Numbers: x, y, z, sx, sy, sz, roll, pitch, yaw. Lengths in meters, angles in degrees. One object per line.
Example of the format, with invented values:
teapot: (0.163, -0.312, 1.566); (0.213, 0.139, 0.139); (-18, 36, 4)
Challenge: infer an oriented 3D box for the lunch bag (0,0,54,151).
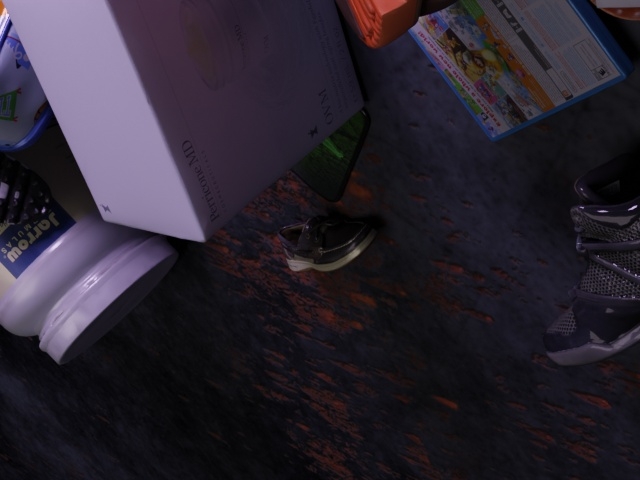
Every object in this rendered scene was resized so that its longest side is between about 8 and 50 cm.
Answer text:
lunch bag: (-0.382, -0.222, 1.176); (0.303, 0.243, 0.115); (18, 176, 37)

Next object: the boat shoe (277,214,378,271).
boat shoe: (0.000, 0.000, 1.139); (0.049, 0.056, 0.152); (51, 149, -15)

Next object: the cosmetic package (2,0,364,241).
cosmetic package: (-0.103, -0.157, 0.919); (0.138, 0.225, 0.224); (13, 134, 41)

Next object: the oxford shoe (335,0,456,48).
oxford shoe: (0.078, -0.214, 0.628); (0.130, 0.133, 0.364); (63, 174, -3)

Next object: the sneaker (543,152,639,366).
sneaker: (0.226, 0.012, 0.854); (0.130, 0.087, 0.227); (47, 146, 4)

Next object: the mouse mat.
mouse mat: (-0.039, -0.131, 1.088); (0.190, 0.007, 0.152); (40, 148, 13)

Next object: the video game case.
video game case: (0.143, -0.145, 0.829); (0.119, 0.015, 0.166); (51, 153, -7)

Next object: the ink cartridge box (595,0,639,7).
ink cartridge box: (0.174, -0.242, 0.605); (0.046, 0.097, 0.207); (8, 128, 38)

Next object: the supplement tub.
supplement tub: (-0.356, -0.032, 1.363); (0.325, 0.235, 0.235); (46, 149, 2)

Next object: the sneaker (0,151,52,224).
sneaker: (-0.409, -0.077, 1.208); (0.234, 0.078, 0.106); (14, -174, -23)

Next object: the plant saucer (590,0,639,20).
plant saucer: (0.202, -0.184, 0.728); (0.083, 0.013, 0.083); (31, 145, 26)
